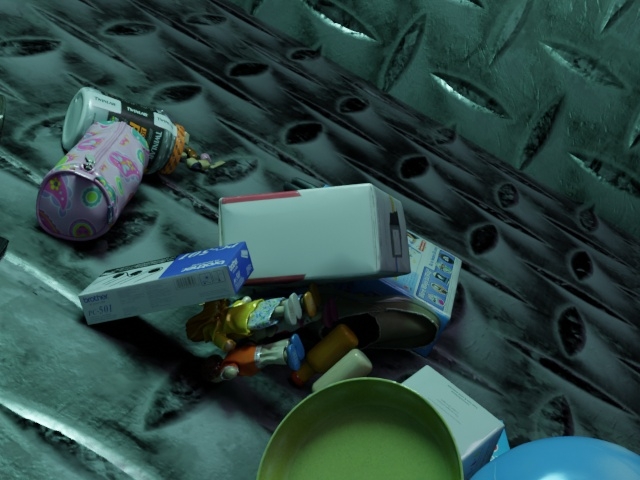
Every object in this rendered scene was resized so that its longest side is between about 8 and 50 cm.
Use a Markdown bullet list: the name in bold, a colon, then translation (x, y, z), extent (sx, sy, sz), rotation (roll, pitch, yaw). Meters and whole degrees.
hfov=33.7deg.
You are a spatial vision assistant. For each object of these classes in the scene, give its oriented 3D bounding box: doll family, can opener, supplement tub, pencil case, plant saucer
- **doll family**: translation (-0.091, 0.101, 1.432), extent (0.163, 0.118, 0.263), rotation (-13, 9, 19)
- **can opener**: translation (0.016, -0.063, 1.835), extent (0.186, 0.073, 0.059), rotation (30, 27, 31)
- **supplement tub**: translation (-0.338, -0.183, 1.823), extent (0.190, 0.117, 0.117), rotation (16, 24, -29)
- **pencil case**: translation (-0.342, -0.097, 1.616), extent (0.124, 0.124, 0.284), rotation (26, 20, -7)
- **plant saucer**: translation (0.043, 0.268, 1.133), extent (0.241, 0.241, 0.037), rotation (44, 1, 35)

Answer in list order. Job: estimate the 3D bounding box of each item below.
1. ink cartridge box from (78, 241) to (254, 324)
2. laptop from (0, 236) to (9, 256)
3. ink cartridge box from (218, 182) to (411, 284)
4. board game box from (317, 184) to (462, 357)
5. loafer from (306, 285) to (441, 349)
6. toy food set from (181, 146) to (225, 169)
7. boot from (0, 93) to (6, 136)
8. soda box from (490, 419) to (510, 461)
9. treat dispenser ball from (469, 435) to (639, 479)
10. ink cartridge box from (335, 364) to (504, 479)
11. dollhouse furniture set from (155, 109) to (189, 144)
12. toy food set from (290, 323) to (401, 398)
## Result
- **ink cartridge box**: translation (-0.198, 0.055, 1.370), extent (0.207, 0.046, 0.097), rotation (-11, 16, 14)
- **laptop**: translation (-0.510, -0.055, 1.277), extent (0.264, 0.137, 0.234), rotation (25, 21, -10)
- **ink cartridge box**: translation (0.000, 0.000, 1.569), extent (0.226, 0.131, 0.306), rotation (-6, -3, 11)
- **board game box**: translation (0.093, 0.044, 1.888), extent (0.301, 0.086, 0.308), rotation (29, 21, 2)
- **loafer**: translation (0.081, 0.140, 1.663), extent (0.251, 0.094, 0.087), rotation (8, 33, -23)
- **toy food set**: translation (-0.248, -0.159, 2.021), extent (0.122, 0.019, 0.078), rotation (24, 22, 13)
- **boot**: translation (-0.592, -0.218, 1.659), extent (0.161, 0.084, 0.246), rotation (6, 24, -32)
- **soda box**: translation (0.216, 0.320, 1.399), extent (0.071, 0.067, 0.210), rotation (9, 25, -4)
- **treat dispenser ball**: translation (0.264, 0.350, 1.104), extent (0.288, 0.288, 0.288), rotation (25, 21, -10)
- **ink cartridge box**: translation (0.106, 0.264, 1.259), extent (0.127, 0.128, 0.176), rotation (38, 46, 27)
- **dollhouse furniture set**: translation (-0.325, -0.190, 1.997), extent (0.114, 0.081, 0.091), rotation (8, -23, 39)
- **toy food set**: translation (0.064, 0.236, 1.437), extent (0.232, 0.104, 0.111), rotation (48, 8, 1)
